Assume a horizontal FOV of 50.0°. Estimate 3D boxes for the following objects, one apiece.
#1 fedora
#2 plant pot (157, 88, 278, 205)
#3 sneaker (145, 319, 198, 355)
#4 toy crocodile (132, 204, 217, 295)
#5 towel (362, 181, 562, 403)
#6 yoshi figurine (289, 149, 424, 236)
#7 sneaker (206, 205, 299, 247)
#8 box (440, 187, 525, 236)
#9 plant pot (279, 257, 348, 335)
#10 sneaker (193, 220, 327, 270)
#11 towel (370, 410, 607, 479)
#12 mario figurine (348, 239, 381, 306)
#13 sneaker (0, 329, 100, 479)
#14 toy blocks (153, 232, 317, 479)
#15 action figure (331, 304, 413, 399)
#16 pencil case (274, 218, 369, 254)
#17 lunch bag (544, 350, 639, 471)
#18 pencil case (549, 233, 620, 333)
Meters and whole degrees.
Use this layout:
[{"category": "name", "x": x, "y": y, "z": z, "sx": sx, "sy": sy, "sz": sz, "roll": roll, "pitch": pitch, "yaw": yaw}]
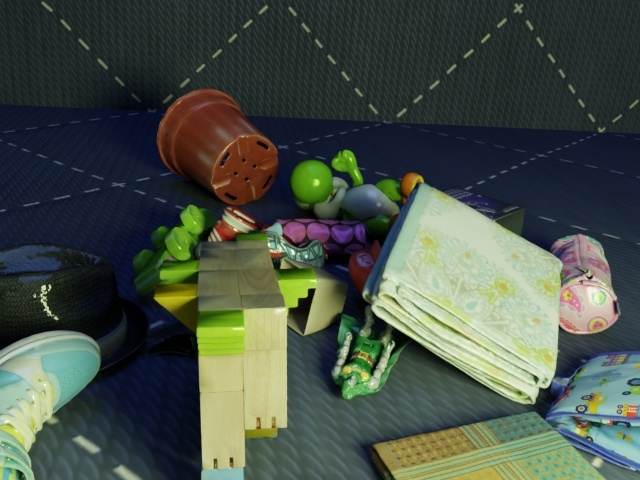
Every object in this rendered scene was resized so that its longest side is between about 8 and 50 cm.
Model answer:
[{"category": "fedora", "x": -0.444, "y": 0.098, "z": 1.094, "sx": 0.334, "sy": 0.152, "sz": 0.334, "roll": 4, "pitch": 22, "yaw": -2}, {"category": "plant pot", "x": -0.264, "y": -0.239, "z": 1.867, "sx": 0.272, "sy": 0.272, "sz": 0.265, "roll": -11, "pitch": 35, "yaw": -34}, {"category": "sneaker", "x": -0.194, "y": 0.160, "z": 1.133, "sx": 0.170, "sy": 0.051, "sz": 0.089, "roll": 2, "pitch": 22, "yaw": 7}, {"category": "toy crocodile", "x": -0.290, "y": 0.020, "z": 1.403, "sx": 0.115, "sy": 0.105, "sz": 0.340, "roll": -34, "pitch": 16, "yaw": 16}, {"category": "towel", "x": 0.256, "y": 0.071, "z": 1.183, "sx": 0.320, "sy": 0.090, "sz": 0.374, "roll": 32, "pitch": 38, "yaw": -1}, {"category": "yoshi figurine", "x": 0.063, "y": -0.109, "z": 1.668, "sx": 0.362, "sy": 0.203, "sz": 0.203, "roll": 12, "pitch": 31, "yaw": 35}, {"category": "sneaker", "x": -0.138, "y": 0.031, "z": 1.431, "sx": 0.221, "sy": 0.128, "sz": 0.087, "roll": 35, "pitch": 16, "yaw": -18}, {"category": "box", "x": 0.364, "y": -0.043, "z": 1.667, "sx": 0.207, "sy": 0.108, "sz": 0.153, "roll": 21, "pitch": 27, "yaw": 37}, {"category": "plant pot", "x": -0.013, "y": 0.100, "z": 1.250, "sx": 0.096, "sy": 0.109, "sz": 0.109, "roll": 2, "pitch": 18, "yaw": -41}, {"category": "sneaker", "x": -0.115, "y": 0.018, "z": 1.346, "sx": 0.262, "sy": 0.125, "sz": 0.104, "roll": 11, "pitch": 3, "yaw": -16}, {"category": "towel", "x": 0.246, "y": 0.334, "z": 0.789, "sx": 0.271, "sy": 0.040, "sz": 0.370, "roll": -5, "pitch": 22, "yaw": -19}, {"category": "mario figurine", "x": 0.209, "y": 0.049, "z": 1.311, "sx": 0.320, "sy": 0.170, "sz": 0.198, "roll": 4, "pitch": -5, "yaw": -18}, {"category": "sneaker", "x": -0.363, "y": 0.232, "z": 0.819, "sx": 0.208, "sy": 0.127, "sz": 0.319, "roll": 19, "pitch": 35, "yaw": 36}, {"category": "toy blocks", "x": -0.107, "y": 0.161, "z": 0.894, "sx": 0.190, "sy": 0.261, "sz": 0.381, "roll": -1, "pitch": 15, "yaw": -8}, {"category": "action figure", "x": 0.073, "y": 0.184, "z": 1.112, "sx": 0.137, "sy": 0.063, "sz": 0.232, "roll": 13, "pitch": 26, "yaw": 12}, {"category": "pencil case", "x": 0.000, "y": 0.000, "z": 1.522, "sx": 0.209, "sy": 0.095, "sz": 0.098, "roll": 0, "pitch": 55, "yaw": -6}, {"category": "lunch bag", "x": 0.476, "y": 0.237, "z": 0.989, "sx": 0.293, "sy": 0.138, "sz": 0.221, "roll": 7, "pitch": 21, "yaw": 36}, {"category": "pencil case", "x": 0.523, "y": 0.080, "z": 1.377, "sx": 0.124, "sy": 0.124, "sz": 0.284, "roll": 10, "pitch": 21, "yaw": 14}]
